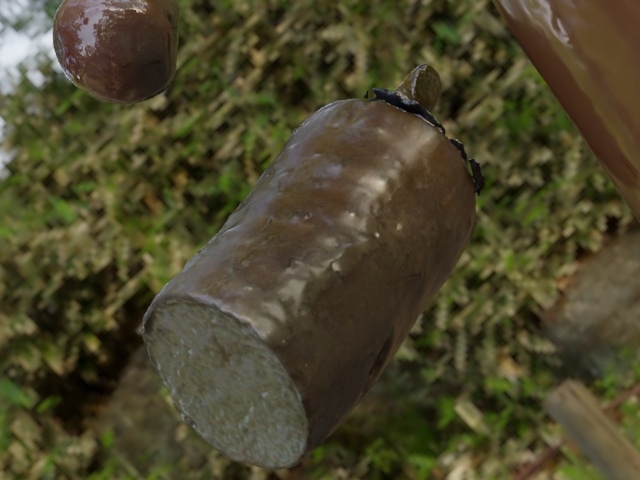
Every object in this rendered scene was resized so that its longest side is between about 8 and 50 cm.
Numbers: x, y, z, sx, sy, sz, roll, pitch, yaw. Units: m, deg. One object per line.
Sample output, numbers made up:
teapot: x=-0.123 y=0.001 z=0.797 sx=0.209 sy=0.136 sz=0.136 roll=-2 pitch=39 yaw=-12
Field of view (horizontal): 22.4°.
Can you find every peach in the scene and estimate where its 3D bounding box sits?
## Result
peach: x=-0.122 y=-0.122 z=0.970 sx=0.083 sy=0.083 sz=0.083 roll=-43 pitch=0 yaw=0

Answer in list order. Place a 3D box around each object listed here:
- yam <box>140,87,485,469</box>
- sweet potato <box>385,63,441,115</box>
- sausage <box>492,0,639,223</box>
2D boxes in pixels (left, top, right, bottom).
yam: x=-0.003 y=0.013 z=0.553 sx=0.127 sy=0.084 sz=0.084 roll=-48 pitch=3 yaw=-40
sweet potato: x=0.001 y=-0.006 z=1.338 sx=0.346 sy=0.079 sz=0.108 roll=-58 pitch=20 yaw=17
sausage: x=0.150 y=-0.005 z=0.395 sx=0.121 sy=0.304 sz=0.121 roll=-35 pitch=7 yaw=5
